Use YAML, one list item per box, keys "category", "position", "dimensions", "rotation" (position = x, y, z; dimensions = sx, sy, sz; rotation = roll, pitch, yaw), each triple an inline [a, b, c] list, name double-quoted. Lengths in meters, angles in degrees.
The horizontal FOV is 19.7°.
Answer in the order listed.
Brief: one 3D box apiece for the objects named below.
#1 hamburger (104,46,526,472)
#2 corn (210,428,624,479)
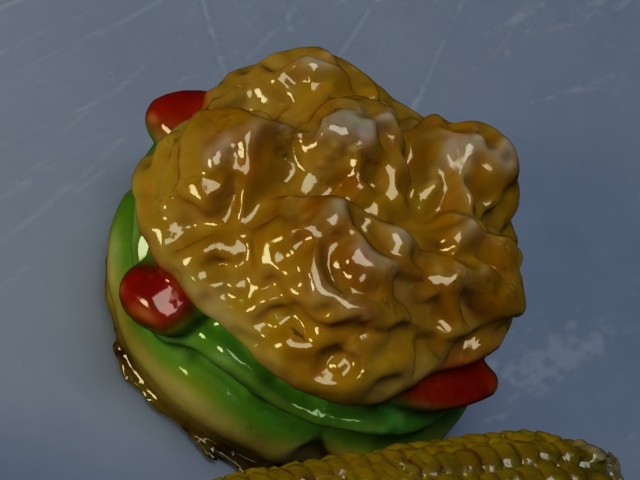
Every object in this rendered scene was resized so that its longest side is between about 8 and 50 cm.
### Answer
- category: "hamburger"
  position: [0.000, 0.000, 0.950]
  dimensions: [0.237, 0.149, 0.237]
  rotation: [11, 51, -15]
- category: "corn"
  position: [0.018, 0.152, 0.857]
  dimensions: [0.322, 0.119, 0.119]
  rotation: [-2, 54, -24]
